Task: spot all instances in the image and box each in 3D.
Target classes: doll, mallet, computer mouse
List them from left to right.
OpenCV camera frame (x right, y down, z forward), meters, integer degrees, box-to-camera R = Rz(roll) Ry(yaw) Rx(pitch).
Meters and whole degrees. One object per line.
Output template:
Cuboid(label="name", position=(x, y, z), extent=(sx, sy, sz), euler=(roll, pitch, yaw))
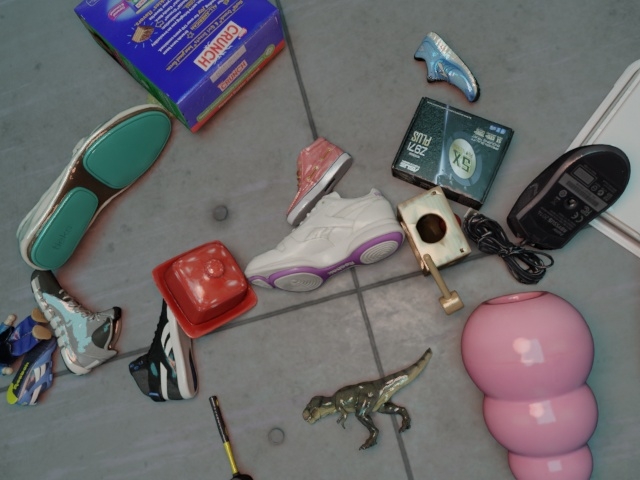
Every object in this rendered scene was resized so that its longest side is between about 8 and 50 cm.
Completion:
Cuboid(label="doll", position=(-0.620, 0.203, 1.145), extent=(0.189, 0.046, 0.129), euler=(-30, 58, 17))
Cuboid(label="mallet", position=(-0.174, 0.381, 1.056), extent=(0.039, 0.062, 0.190), euler=(-24, 79, 3))
Cuboid(label="computer mouse", position=(0.395, -0.065, 0.985), extent=(0.188, 0.072, 0.272), euler=(37, 116, -14))

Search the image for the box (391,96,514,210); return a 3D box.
Cuboid(label="box", position=(0.242, -0.160, 1.062), extent=(0.180, 0.077, 0.148), euler=(24, 87, 11))

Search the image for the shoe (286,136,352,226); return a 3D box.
Cuboid(label="shoe", position=(-0.023, -0.116, 1.106), extent=(0.081, 0.063, 0.178), euler=(39, 87, 16))

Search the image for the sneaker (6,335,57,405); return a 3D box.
Cuboid(label="sneaker", position=(-0.561, 0.260, 1.139), extent=(0.053, 0.059, 0.144), euler=(6, 64, 40))

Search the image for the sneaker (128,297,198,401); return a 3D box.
Cuboid(label="sneaker", position=(-0.312, 0.200, 1.093), extent=(0.121, 0.079, 0.217), euler=(-10, 81, 8))

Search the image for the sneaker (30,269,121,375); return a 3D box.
Cuboid(label="sneaker", position=(-0.465, 0.138, 1.130), extent=(0.132, 0.086, 0.229), euler=(-25, 89, -1))

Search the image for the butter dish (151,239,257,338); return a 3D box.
Cuboid(label="butter dish", position=(-0.204, 0.070, 1.052), extent=(0.160, 0.118, 0.160), euler=(-27, 76, -31))

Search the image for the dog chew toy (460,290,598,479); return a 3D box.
Cuboid(label="dog chew toy", position=(0.352, 0.255, 0.935), extent=(0.206, 0.206, 0.332), euler=(-12, 89, 7))

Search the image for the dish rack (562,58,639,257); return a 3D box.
Cuboid(label="dish rack", position=(0.609, -0.148, 1.011), extent=(0.285, 0.072, 0.333), euler=(37, 90, 11))

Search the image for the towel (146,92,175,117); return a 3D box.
Cuboid(label="towel", position=(-0.288, -0.304, 1.186), extent=(0.148, 0.027, 0.110), euler=(3, 83, 8))

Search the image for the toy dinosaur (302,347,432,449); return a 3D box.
Cuboid(label="toy dinosaur", position=(0.099, 0.299, 1.030), extent=(0.268, 0.064, 0.118), euler=(-23, 73, 1))

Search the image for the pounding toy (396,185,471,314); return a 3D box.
Cuboid(label="pounding toy", position=(0.215, 0.017, 0.988), extent=(0.094, 0.181, 0.206), euler=(-24, 79, 4))

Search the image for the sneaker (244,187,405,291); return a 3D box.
Cuboid(label="sneaker", position=(0.000, 0.000, 1.077), extent=(0.305, 0.114, 0.152), euler=(-20, 59, 7))

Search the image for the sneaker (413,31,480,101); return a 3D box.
Cuboid(label="sneaker", position=(0.243, -0.321, 1.103), extent=(0.073, 0.063, 0.162), euler=(-43, 74, 19))

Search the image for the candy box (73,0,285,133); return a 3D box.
Cuboid(label="candy box", position=(-0.272, -0.419, 1.131), extent=(0.317, 0.122, 0.268), euler=(43, 82, 16))

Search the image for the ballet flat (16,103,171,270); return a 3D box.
Cuboid(label="ballet flat", position=(-0.464, -0.126, 1.138), extent=(0.139, 0.139, 0.400), euler=(34, 81, 11))
